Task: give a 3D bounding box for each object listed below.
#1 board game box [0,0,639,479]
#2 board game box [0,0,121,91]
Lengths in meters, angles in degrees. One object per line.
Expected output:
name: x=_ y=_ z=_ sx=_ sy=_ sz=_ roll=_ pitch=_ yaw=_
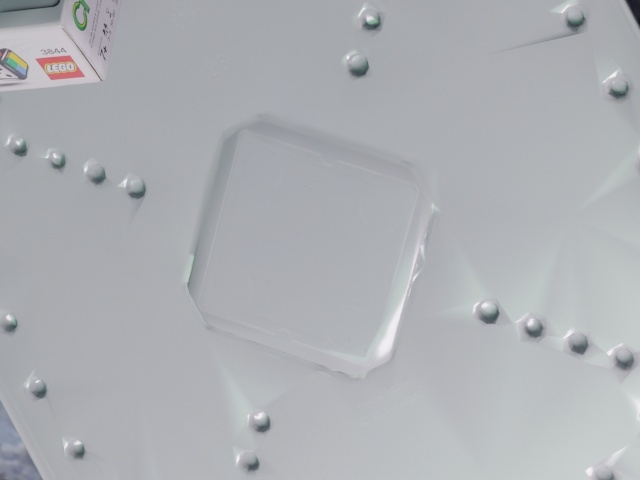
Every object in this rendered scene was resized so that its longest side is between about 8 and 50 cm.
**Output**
board game box: x=0.000 y=0.000 z=0.933 sx=0.390 sy=0.050 sz=0.390 roll=-27 pitch=91 yaw=21
board game box: x=-0.238 y=-0.156 z=0.912 sx=0.305 sy=0.193 sz=0.053 roll=-4 pitch=150 yaw=18
